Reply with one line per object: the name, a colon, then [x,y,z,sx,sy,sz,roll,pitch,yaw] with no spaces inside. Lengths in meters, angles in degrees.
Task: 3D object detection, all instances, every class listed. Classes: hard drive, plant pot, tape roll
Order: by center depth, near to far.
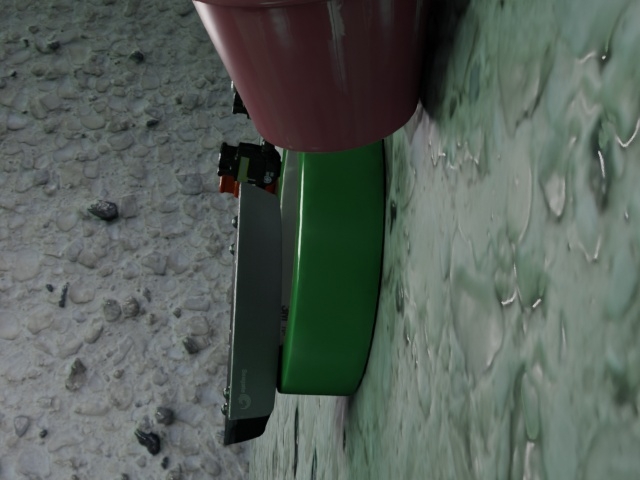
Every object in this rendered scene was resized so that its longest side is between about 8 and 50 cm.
plant pot: [-0.001,-0.172,0.654,0.201,0.202,0.180,-96,-5,-54]
tape roll: [0.000,0.000,0.958,0.321,0.077,0.321,-176,90,-84]
hard drive: [-0.075,0.083,0.994,0.172,0.054,0.254,108,164,-67]

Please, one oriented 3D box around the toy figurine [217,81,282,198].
toy figurine: [-0.071,-0.161,1.404,0.213,0.148,0.209,117,161,-79]
